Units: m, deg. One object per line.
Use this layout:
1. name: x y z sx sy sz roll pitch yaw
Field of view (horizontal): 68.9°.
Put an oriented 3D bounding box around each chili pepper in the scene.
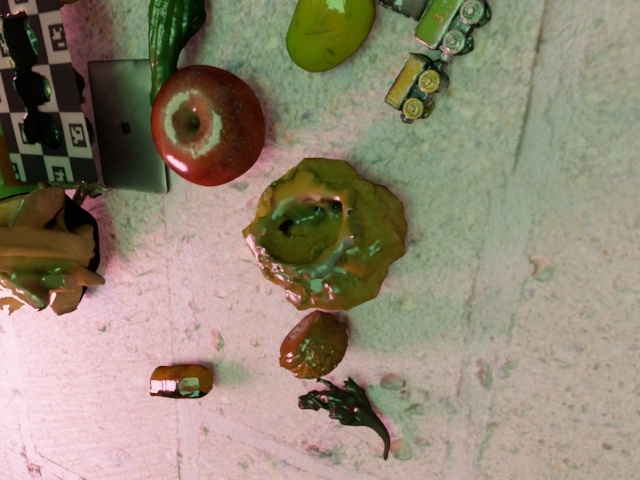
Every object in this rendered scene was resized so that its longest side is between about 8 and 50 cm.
1. chili pepper: -0.260 -0.350 0.823 0.083 0.099 0.253 23 115 7

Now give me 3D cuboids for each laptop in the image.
1. laptop: -0.402 -0.235 0.975 0.187 0.015 0.269 8 110 23

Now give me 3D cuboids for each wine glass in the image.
1. wine glass: 0.139 -0.392 0.640 0.072 0.072 0.155 31 116 14

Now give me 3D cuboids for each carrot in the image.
1. carrot: -0.329 0.328 1.087 0.173 0.082 0.082 -8 103 26

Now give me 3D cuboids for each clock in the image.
1. clock: -0.776 -0.155 1.122 0.255 0.106 0.220 -14 91 38

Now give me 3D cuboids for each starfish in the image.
1. starfish: -0.555 -0.148 1.055 0.208 0.053 0.176 -21 89 28

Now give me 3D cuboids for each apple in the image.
1. apple: -0.190 -0.195 0.812 0.201 0.162 0.201 3 100 15

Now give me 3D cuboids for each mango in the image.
1. mango: 0.018 -0.331 0.711 0.117 0.089 0.163 34 130 3

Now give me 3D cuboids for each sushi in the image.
1. sushi: -0.537 -0.310 0.944 0.296 0.100 0.373 5 110 30

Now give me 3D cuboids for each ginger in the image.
1. ginger: -0.664 0.060 0.986 0.358 0.211 0.413 1 132 -13

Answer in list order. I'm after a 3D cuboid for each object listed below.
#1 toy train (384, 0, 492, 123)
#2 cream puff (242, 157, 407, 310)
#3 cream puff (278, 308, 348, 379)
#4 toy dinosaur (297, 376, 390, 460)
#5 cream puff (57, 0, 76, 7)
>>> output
1. toy train: 0.163 -0.268 0.674 0.081 0.060 0.202 40 119 17
2. cream puff: -0.002 -0.001 0.768 0.282 0.185 0.282 9 113 21
3. cream puff: -0.007 0.198 0.869 0.103 0.126 0.144 39 129 -9
4. toy dinosaur: 0.056 0.346 0.948 0.187 0.087 0.179 13 149 37
5. cream puff: -0.514 -0.507 0.884 0.104 0.133 0.119 43 166 52
